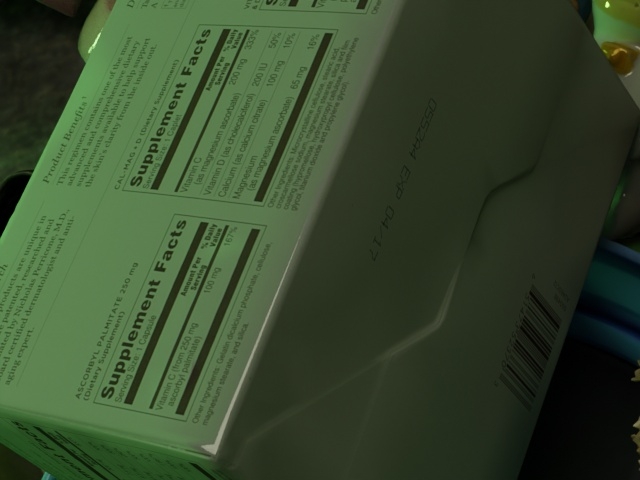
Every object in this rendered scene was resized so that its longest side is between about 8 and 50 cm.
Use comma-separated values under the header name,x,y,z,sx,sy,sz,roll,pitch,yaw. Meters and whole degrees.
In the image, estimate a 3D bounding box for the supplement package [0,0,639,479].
name,x,y,z,sx,sy,sz,roll,pitch,yaw
supplement package,0.000,0.000,0.751,0.145,0.204,0.262,8,65,35

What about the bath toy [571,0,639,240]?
name,x,y,z,sx,sy,sz,roll,pitch,yaw
bath toy,0.219,-0.045,0.855,0.348,0.129,0.151,30,120,32

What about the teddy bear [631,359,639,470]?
name,x,y,z,sx,sy,sz,roll,pitch,yaw
teddy bear,0.239,0.162,0.662,0.113,0.245,0.338,-35,55,53

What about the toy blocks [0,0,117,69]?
name,x,y,z,sx,sy,sz,roll,pitch,yaw
toy blocks,-0.152,-0.219,1.045,0.289,0.260,0.309,27,48,0

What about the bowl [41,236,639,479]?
name,x,y,z,sx,sy,sz,roll,pitch,yaw
bowl,0.045,0.174,0.817,0.391,0.077,0.391,-9,60,16

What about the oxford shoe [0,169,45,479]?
name,x,y,z,sx,sy,sz,roll,pitch,yaw
oxford shoe,-0.160,0.066,0.940,0.083,0.096,0.227,-10,61,12
